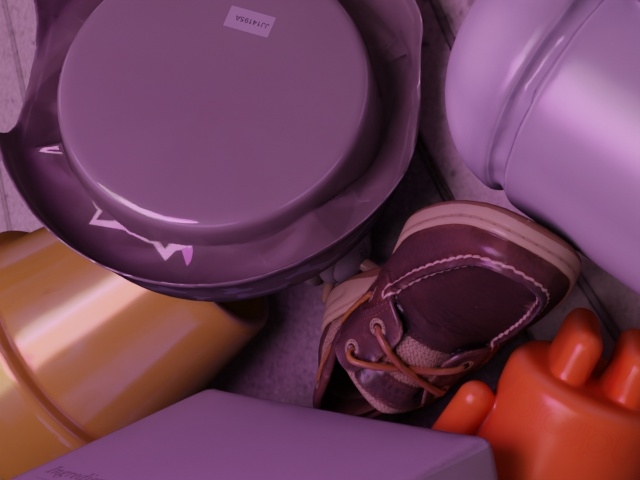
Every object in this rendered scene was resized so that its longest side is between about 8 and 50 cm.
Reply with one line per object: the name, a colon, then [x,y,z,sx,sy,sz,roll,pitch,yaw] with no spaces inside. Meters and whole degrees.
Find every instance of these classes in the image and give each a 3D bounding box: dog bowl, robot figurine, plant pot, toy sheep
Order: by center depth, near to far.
robot figurine: [0.227,-0.074,0.947,0.353,0.200,0.300,37,153,22]
robot figurine: [0.172,0.161,1.064,0.128,0.158,0.219,42,117,49]
dog bowl: [-0.082,-0.109,1.167,0.349,0.102,0.348,-1,67,3]
toy sheep: [0.000,0.000,1.226,0.132,0.091,0.091,27,108,20]
plant pot: [-0.187,0.071,1.288,0.239,0.254,0.254,-36,69,17]

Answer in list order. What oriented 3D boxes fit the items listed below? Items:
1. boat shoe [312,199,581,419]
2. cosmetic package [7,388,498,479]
boat shoe: [0.073,0.073,1.056,0.342,0.123,0.123,-33,30,63]
cosmetic package: [-0.097,0.333,1.005,0.327,0.394,0.329,2,109,49]
